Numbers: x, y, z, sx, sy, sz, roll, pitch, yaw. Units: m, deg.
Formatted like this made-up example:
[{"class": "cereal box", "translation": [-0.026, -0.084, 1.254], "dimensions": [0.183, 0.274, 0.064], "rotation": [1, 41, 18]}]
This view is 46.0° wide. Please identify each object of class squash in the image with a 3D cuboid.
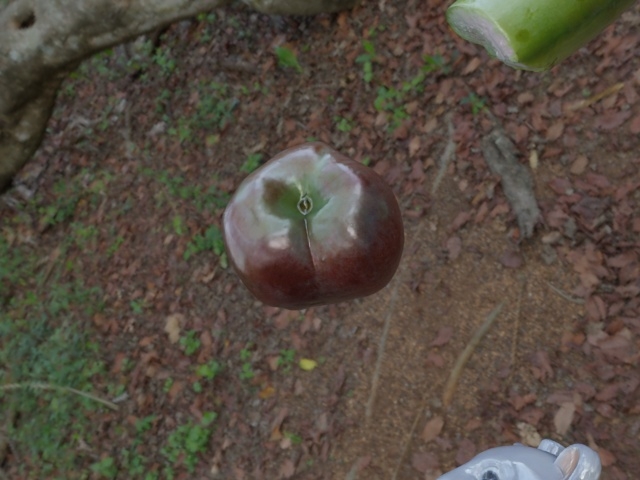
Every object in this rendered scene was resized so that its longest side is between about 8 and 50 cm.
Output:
[{"class": "squash", "translation": [0.176, -0.189, 0.427], "dimensions": [0.250, 0.083, 0.083], "rotation": [-46, 33, -4]}]

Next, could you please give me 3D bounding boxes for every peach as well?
[{"class": "peach", "translation": [0.000, 0.000, 0.652], "dimensions": [0.152, 0.152, 0.152], "rotation": [-32, 41, 34]}]

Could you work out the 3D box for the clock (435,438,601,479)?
[{"class": "clock", "translation": [0.077, 0.128, 0.277], "dimensions": [0.117, 0.080, 0.176], "rotation": [-58, -2, -11]}]
